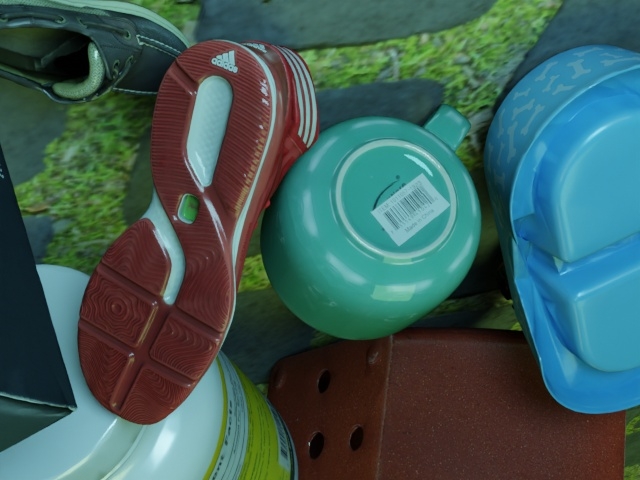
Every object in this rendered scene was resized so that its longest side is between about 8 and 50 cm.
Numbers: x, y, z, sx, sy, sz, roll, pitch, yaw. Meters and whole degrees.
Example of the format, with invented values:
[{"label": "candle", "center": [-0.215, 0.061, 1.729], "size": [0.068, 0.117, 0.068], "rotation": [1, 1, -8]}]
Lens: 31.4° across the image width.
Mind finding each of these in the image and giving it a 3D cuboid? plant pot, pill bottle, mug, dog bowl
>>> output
[{"label": "plant pot", "center": [0.087, 0.207, 1.006], "size": [0.236, 0.267, 0.267], "rotation": [23, 153, -30]}, {"label": "pill bottle", "center": [-0.141, 0.142, 0.817], "size": [0.188, 0.188, 0.334], "rotation": [-23, 153, 3]}, {"label": "mug", "center": [0.034, -0.024, 0.708], "size": [0.129, 0.157, 0.097], "rotation": [7, 162, -11]}, {"label": "dog bowl", "center": [0.204, -0.008, 0.807], "size": [0.166, 0.074, 0.297], "rotation": [-24, 129, -6]}]

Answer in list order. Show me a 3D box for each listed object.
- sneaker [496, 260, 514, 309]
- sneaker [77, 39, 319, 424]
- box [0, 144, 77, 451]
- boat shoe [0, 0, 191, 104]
[{"label": "sneaker", "center": [0.203, -0.002, 0.952], "size": [0.087, 0.083, 0.221], "rotation": [-34, 159, -13]}, {"label": "sneaker", "center": [-0.052, -0.006, 0.635], "size": [0.221, 0.087, 0.128], "rotation": [-65, 165, 22]}, {"label": "box", "center": [-0.270, 0.052, 0.551], "size": [0.261, 0.184, 0.103], "rotation": [-29, 153, 14]}, {"label": "boat shoe", "center": [-0.120, -0.089, 0.550], "size": [0.152, 0.049, 0.056], "rotation": [8, 139, -47]}]
